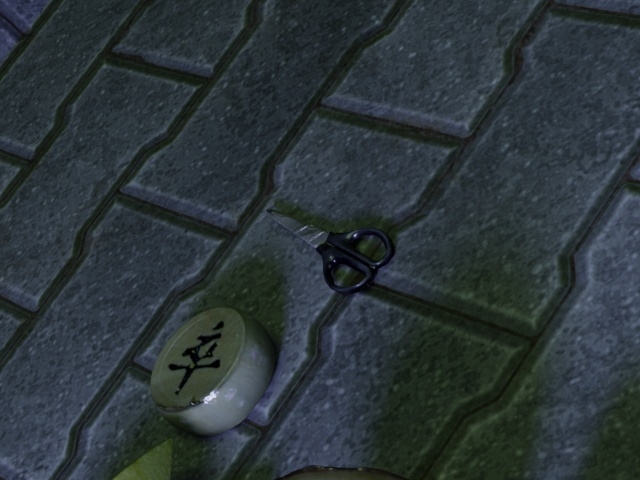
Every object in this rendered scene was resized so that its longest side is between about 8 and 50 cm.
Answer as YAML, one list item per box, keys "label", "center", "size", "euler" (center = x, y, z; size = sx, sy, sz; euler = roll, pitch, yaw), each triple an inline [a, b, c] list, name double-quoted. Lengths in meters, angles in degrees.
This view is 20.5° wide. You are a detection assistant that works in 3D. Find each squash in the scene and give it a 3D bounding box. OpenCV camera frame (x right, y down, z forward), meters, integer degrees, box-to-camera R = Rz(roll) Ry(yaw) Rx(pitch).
- label: "squash"
  center: [-0.259, 0.406, 2.339]
  size: [0.237, 0.155, 0.204]
  euler: [-51, -12, 32]

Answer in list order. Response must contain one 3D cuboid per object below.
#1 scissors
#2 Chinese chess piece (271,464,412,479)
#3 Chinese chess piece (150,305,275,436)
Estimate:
- label: "scissors"
  center: [0.000, 0.000, 2.552]
  size: [0.109, 0.022, 0.300]
  euler: [-48, 35, -10]
- label: "Chinese chess piece"
  center: [0.046, 0.346, 1.965]
  size: [0.257, 0.257, 0.104]
  euler: [-14, 51, 35]
- label: "Chinese chess piece"
  center: [-0.152, 0.181, 2.472]
  size: [0.188, 0.083, 0.188]
  euler: [-28, 39, 26]
